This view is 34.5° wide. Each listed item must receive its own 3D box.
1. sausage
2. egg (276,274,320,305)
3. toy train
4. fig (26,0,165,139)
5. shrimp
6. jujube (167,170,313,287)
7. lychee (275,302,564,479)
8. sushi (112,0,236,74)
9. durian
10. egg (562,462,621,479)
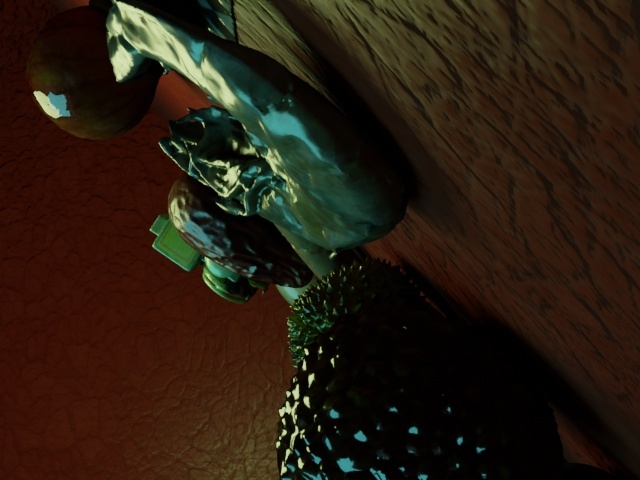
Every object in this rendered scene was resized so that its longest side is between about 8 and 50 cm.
[{"bbox_3d":[0.000,0.002,1.296,0.066,0.066,0.301,44,176,43],"label":"sausage"},{"bbox_3d":[-0.022,0.074,1.929,0.152,0.114,0.114,44,177,-8],"label":"egg"},{"bbox_3d":[-0.141,-0.014,1.652,0.188,0.159,0.272,35,-165,4],"label":"toy train"},{"bbox_3d":[-0.314,-0.244,1.470,0.205,0.205,0.205,47,176,4],"label":"fig"},{"bbox_3d":[-0.066,-0.085,0.747,0.247,0.085,0.360,42,170,-23],"label":"shrimp"},{"bbox_3d":[-0.098,-0.030,1.443,0.236,0.168,0.168,34,177,-2],"label":"jujube"},{"bbox_3d":[0.082,0.171,0.876,0.271,0.236,0.236,-9,130,49],"label":"lychee"},{"bbox_3d":[-0.181,-0.240,0.771,0.294,0.059,0.292,47,176,1],"label":"sushi"},{"bbox_3d":[0.054,0.111,1.063,0.198,0.159,0.146,50,-179,-43],"label":"durian"},{"bbox_3d":[0.230,0.276,0.933,0.146,0.146,0.198,46,170,13],"label":"egg"}]
